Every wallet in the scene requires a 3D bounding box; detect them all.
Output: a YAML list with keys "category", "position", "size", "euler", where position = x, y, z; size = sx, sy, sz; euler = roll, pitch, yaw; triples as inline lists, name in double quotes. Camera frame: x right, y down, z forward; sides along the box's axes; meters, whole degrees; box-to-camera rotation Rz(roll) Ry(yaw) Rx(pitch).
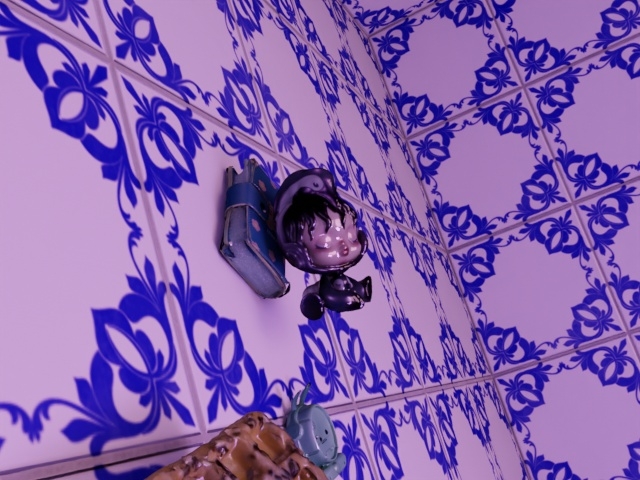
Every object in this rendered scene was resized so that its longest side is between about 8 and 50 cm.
- category: "wallet"
  position: [-0.096, -0.023, 1.091]
  size: [0.141, 0.059, 0.202]
  euler: [51, 25, -38]

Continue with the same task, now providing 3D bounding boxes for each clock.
- category: "clock"
  position: [-0.012, 0.275, 1.004]
  size: [0.135, 0.041, 0.101]
  euler: [69, 18, 4]

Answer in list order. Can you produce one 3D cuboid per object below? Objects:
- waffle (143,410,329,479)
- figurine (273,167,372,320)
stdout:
- category: "waffle"
  position: [-0.018, 0.336, 0.591]
  size: [0.376, 0.114, 0.261]
  euler: [45, 21, 12]
- category: "figurine"
  position: [0.000, 0.000, 1.067]
  size: [0.145, 0.145, 0.222]
  euler: [-11, 92, -72]
